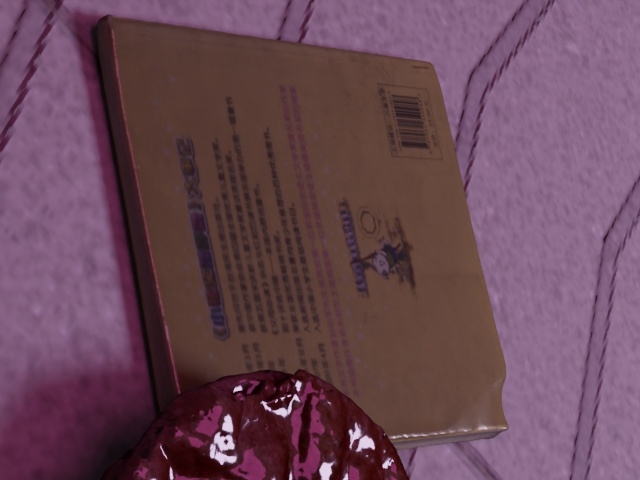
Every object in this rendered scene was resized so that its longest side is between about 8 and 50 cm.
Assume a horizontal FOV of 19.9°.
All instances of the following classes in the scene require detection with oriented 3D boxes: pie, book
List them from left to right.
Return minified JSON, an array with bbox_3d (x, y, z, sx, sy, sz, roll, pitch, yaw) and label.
[{"bbox_3d":[-0.021,0.114,0.614,0.153,0.038,0.153,11,74,-43],"label":"pie"},{"bbox_3d":[0.000,0.000,0.714,0.192,0.013,0.168,2,72,-48],"label":"book"}]
